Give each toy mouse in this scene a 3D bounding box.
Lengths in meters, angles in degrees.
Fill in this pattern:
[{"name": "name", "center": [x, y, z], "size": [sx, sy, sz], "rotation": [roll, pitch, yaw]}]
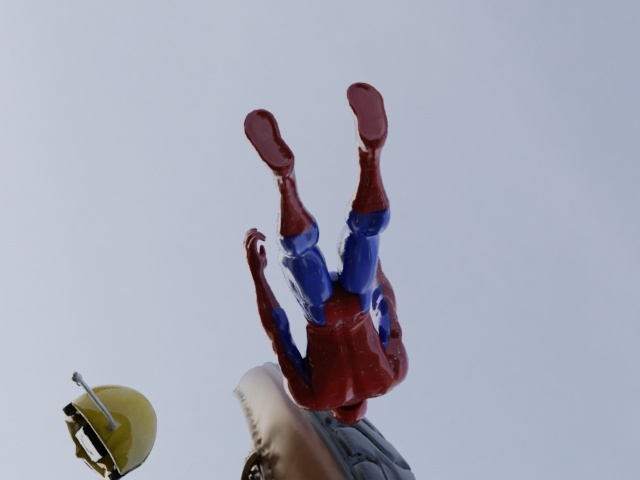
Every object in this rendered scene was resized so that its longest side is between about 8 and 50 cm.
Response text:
[{"name": "toy mouse", "center": [-0.056, 0.122, 0.752], "size": [0.143, 0.031, 0.161], "rotation": [54, -19, 7]}]

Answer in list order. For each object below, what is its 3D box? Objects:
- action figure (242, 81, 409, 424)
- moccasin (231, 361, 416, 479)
[{"name": "action figure", "center": [0.000, 0.000, 1.106], "size": [0.091, 0.139, 0.280], "rotation": [-14, -42, -7]}, {"name": "moccasin", "center": [0.009, 0.224, 1.264], "size": [0.147, 0.380, 0.139], "rotation": [-43, -47, 11]}]
